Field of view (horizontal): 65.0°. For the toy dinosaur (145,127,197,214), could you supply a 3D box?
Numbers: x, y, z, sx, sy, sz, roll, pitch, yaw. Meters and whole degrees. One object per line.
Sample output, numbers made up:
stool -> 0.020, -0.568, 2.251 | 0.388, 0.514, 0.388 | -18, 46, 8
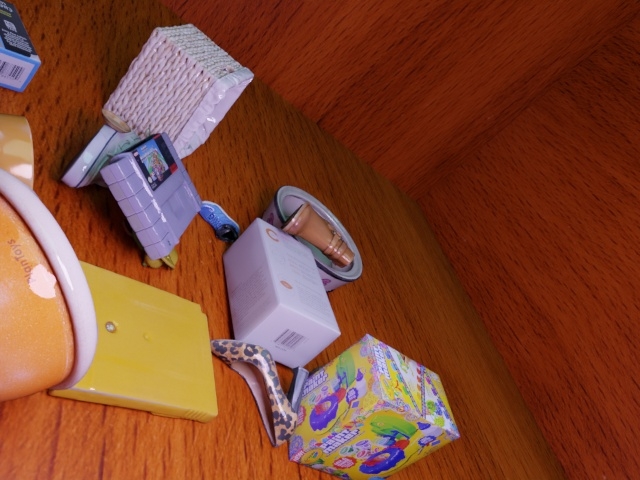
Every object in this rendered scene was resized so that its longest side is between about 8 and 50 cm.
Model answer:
toy dinosaur -> -0.434, -0.164, 1.377 | 0.118, 0.064, 0.268 | -78, 148, -60

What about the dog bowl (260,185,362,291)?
dog bowl -> -0.046, 0.011, 1.731 | 0.408, 0.150, 0.408 | 40, 24, -21

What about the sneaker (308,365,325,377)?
sneaker -> 0.047, 0.411, 1.364 | 0.188, 0.071, 0.066 | 40, 24, -19

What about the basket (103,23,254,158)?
basket -> -0.429, -0.465, 1.571 | 0.266, 0.331, 0.328 | 41, 23, -11

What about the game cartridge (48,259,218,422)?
game cartridge -> -0.359, 0.206, 1.005 | 0.323, 0.052, 0.285 | 31, 28, -40

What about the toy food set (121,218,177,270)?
toy food set -> -0.423, -0.012, 1.217 | 0.218, 0.071, 0.128 | 60, 2, 22

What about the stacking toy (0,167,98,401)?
stacking toy -> -0.547, 0.124, 0.560 | 0.351, 0.350, 0.480 | 51, 40, 6

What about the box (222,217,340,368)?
box -> -0.115, 0.138, 1.349 | 0.215, 0.168, 0.345 | 32, 23, -35

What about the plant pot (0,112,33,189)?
plant pot -> -0.630, -0.129, 0.880 | 0.187, 0.205, 0.205 | 0, 51, -41

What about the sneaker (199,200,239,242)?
sneaker -> -0.302, -0.052, 1.489 | 0.152, 0.058, 0.085 | 44, 14, -28

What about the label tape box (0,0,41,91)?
label tape box -> -0.862, -0.541, 1.195 | 0.249, 0.115, 0.348 | 5, 50, -59

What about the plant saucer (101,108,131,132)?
plant saucer -> -0.511, -0.293, 1.249 | 0.083, 0.015, 0.083 | 43, 11, -10

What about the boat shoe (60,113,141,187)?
boat shoe -> -0.517, -0.194, 1.265 | 0.156, 0.136, 0.367 | 42, 14, -23

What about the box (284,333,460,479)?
box -> 0.114, 0.415, 1.199 | 0.279, 0.290, 0.177 | 33, 28, -30

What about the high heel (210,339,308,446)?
high heel -> -0.158, 0.338, 1.131 | 0.261, 0.093, 0.186 | 26, 53, -12

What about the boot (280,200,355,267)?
boot -> 0.000, 0.000, 1.492 | 0.220, 0.109, 0.283 | 47, 5, 3

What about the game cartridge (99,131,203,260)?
game cartridge -> -0.383, -0.125, 1.200 | 0.355, 0.068, 0.230 | -91, 163, -68
